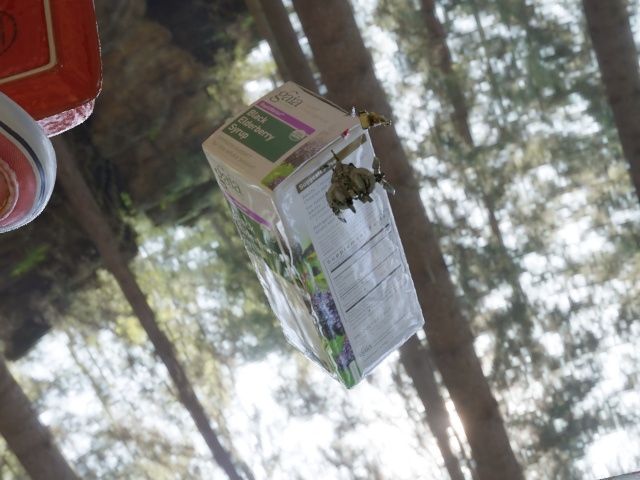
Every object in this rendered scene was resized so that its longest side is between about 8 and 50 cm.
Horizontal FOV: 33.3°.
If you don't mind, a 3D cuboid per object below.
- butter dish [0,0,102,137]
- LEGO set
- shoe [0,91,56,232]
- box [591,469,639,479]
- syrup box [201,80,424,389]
[{"bbox_3d":[-0.242,-0.135,0.864,0.160,0.118,0.160,-15,-115,4],"label":"butter dish"},{"bbox_3d":[0.022,-0.049,0.734,0.054,0.083,0.023,1,-163,20],"label":"LEGO set"},{"bbox_3d":[-0.177,-0.028,0.335,0.178,0.063,0.081,17,-155,-12],"label":"shoe"},{"bbox_3d":[0.193,0.301,0.604,0.279,0.289,0.177,0,-169,-38],"label":"box"},{"bbox_3d":[0.000,0.000,0.856,0.096,0.236,0.093,-40,-134,-19],"label":"syrup box"}]
